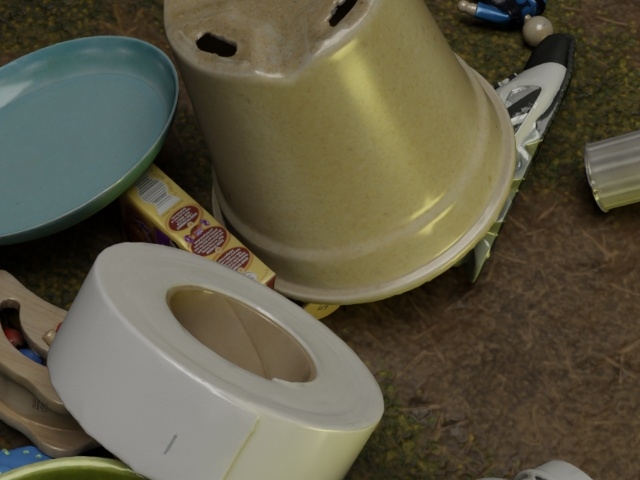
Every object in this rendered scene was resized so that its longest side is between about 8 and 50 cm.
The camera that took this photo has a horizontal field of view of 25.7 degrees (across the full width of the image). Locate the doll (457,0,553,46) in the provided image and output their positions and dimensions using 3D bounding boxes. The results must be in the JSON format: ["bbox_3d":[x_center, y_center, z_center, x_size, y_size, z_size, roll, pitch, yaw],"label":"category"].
[{"bbox_3d":[0.215,-0.306,1.700,0.129,0.046,0.189,-27,72,-28],"label":"doll"}]

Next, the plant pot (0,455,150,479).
[{"bbox_3d":[-0.198,0.355,1.169,0.276,0.254,0.276,2,60,-4],"label":"plant pot"}]

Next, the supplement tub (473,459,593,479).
[{"bbox_3d":[0.118,0.345,1.214,0.316,0.228,0.228,-25,65,-17],"label":"supplement tub"}]

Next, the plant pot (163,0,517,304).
[{"bbox_3d":[0.001,-0.153,1.374,0.334,0.305,0.333,-9,56,14],"label":"plant pot"}]

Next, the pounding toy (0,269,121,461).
[{"bbox_3d":[-0.228,0.103,1.352,0.269,0.154,0.154,31,41,21],"label":"pounding toy"}]

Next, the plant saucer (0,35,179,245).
[{"bbox_3d":[-0.290,-0.101,1.482,0.318,0.043,0.317,-14,42,13],"label":"plant saucer"}]

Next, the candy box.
[{"bbox_3d":[-0.129,0.016,1.452,0.187,0.109,0.053,40,65,18],"label":"candy box"}]

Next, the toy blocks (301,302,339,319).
[{"bbox_3d":[0.000,0.000,1.503,0.123,0.054,0.148,-23,63,-14],"label":"toy blocks"}]

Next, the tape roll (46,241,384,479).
[{"bbox_3d":[-0.090,0.118,1.219,0.286,0.286,0.100,35,106,15],"label":"tape roll"}]

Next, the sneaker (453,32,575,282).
[{"bbox_3d":[0.176,-0.123,1.548,0.146,0.122,0.330,26,61,8],"label":"sneaker"}]

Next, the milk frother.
[{"bbox_3d":[0.382,-0.059,1.549,0.135,0.129,0.143,-14,90,26],"label":"milk frother"}]

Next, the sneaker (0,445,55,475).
[{"bbox_3d":[-0.327,0.240,1.337,0.240,0.091,0.126,22,30,20],"label":"sneaker"}]
